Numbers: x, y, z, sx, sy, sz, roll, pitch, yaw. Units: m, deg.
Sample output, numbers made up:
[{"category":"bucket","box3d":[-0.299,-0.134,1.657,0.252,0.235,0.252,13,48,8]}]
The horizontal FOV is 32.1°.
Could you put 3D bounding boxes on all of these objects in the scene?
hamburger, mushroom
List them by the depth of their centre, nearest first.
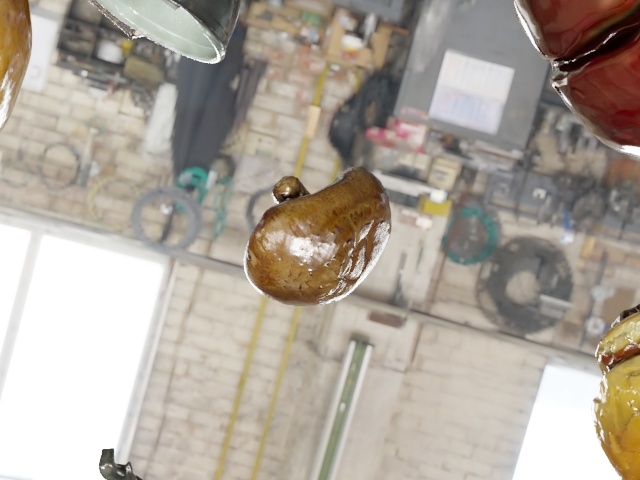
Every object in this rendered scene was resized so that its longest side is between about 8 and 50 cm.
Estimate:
[{"category":"hamburger","box3d":[0.442,0.199,1.340,0.244,0.163,0.244,17,139,16]},{"category":"mushroom","box3d":[0.010,0.006,1.482,0.231,0.194,0.138,-34,-138,-29]}]

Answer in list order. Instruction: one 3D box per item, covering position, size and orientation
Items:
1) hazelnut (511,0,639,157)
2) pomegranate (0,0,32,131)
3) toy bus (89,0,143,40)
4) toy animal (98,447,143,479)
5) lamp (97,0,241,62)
[{"category":"hazelnut","box3d":[0.342,-0.268,0.995,0.402,0.402,0.429,17,-173,26]},{"category":"pomegranate","box3d":[-0.476,-0.204,1.008,0.417,0.416,0.416,15,-176,-1]},{"category":"toy bus","box3d":[-0.272,-0.355,1.439,0.201,0.098,0.114,40,162,-21]},{"category":"toy animal","box3d":[-0.268,0.404,1.494,0.114,0.245,0.146,-3,164,19]},{"category":"lamp","box3d":[-0.088,-0.285,0.965,0.172,0.227,0.147,35,170,-35]}]
